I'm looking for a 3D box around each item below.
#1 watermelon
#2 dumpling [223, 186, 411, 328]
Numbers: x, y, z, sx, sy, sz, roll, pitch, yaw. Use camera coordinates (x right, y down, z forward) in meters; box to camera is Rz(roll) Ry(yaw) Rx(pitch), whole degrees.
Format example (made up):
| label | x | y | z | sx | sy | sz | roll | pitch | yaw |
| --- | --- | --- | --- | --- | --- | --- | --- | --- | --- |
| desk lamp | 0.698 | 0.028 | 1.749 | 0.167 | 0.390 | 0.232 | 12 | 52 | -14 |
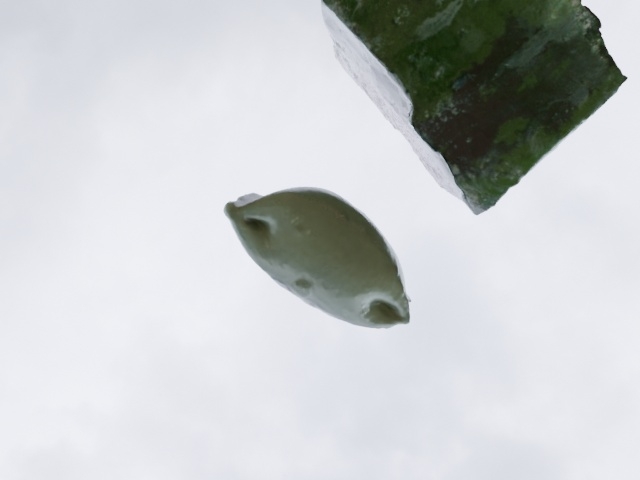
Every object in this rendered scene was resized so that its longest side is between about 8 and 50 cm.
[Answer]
| label | x | y | z | sx | sy | sz | roll | pitch | yaw |
| --- | --- | --- | --- | --- | --- | --- | --- | --- | --- |
| watermelon | 0.120 | -0.167 | 0.591 | 0.151 | 0.302 | 0.264 | -41 | -89 | -10 |
| dumpling | -0.003 | 0.010 | 0.558 | 0.217 | 0.149 | 0.104 | 31 | -101 | -22 |
